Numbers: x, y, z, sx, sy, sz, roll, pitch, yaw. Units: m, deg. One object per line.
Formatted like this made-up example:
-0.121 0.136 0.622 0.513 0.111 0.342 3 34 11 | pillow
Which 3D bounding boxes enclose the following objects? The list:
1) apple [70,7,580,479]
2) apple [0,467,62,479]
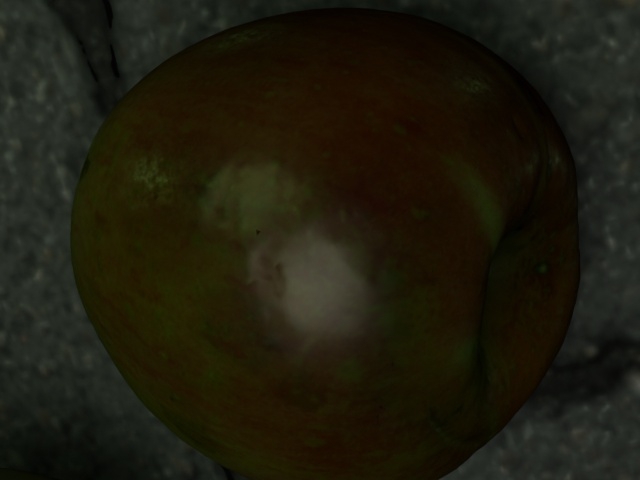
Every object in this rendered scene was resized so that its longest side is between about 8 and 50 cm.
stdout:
0.000 0.000 0.920 0.226 0.246 0.246 16 113 26 | apple
-0.195 0.270 1.005 0.254 0.292 0.292 -16 108 47 | apple
